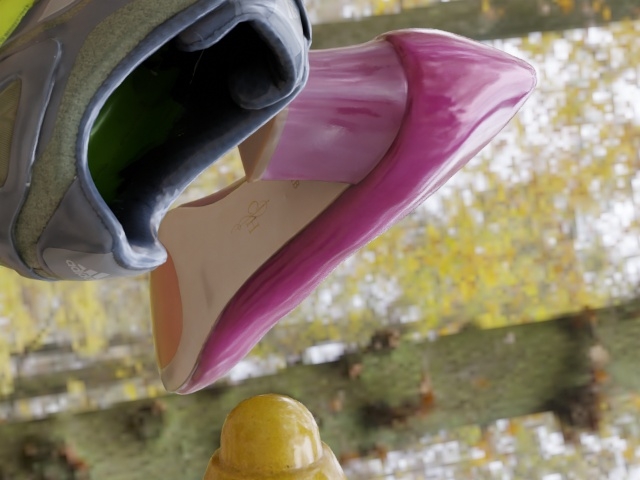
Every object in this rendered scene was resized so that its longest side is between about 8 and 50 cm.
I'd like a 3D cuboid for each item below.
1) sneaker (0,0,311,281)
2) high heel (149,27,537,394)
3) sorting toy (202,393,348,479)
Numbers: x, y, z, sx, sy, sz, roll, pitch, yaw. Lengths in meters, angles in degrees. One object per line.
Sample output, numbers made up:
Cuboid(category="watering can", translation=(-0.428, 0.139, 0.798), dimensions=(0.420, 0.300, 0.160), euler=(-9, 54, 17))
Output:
Cuboid(category="sneaker", translation=(-0.043, -0.107, 0.594), dimensions=(0.121, 0.111, 0.300), euler=(19, -104, 34))
Cuboid(category="high heel", translation=(0.000, 0.000, 1.067), dimensions=(0.377, 0.181, 0.127), euler=(125, -43, -55))
Cuboid(category="sorting toy", translation=(-0.127, 0.094, 0.482), dimensions=(0.127, 0.365, 0.126), euler=(-41, 131, -63))
